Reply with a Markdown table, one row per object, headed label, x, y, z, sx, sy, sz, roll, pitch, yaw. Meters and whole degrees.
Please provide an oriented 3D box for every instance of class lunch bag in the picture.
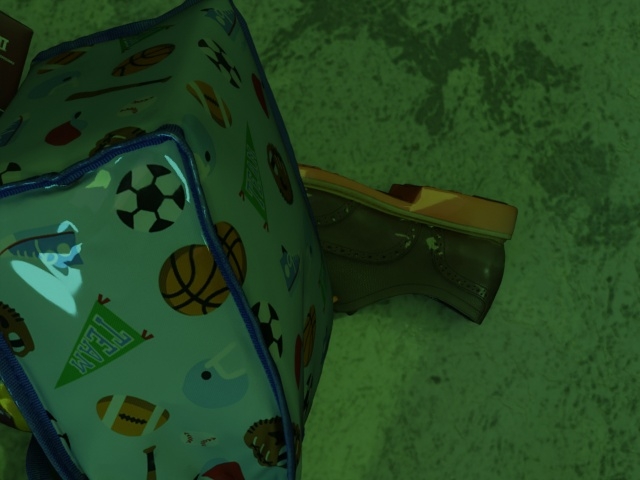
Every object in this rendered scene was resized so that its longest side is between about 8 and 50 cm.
| label | x | y | z | sx | sy | sz | roll | pitch | yaw |
| --- | --- | --- | --- | --- | --- | --- | --- | --- | --- |
| lunch bag | -0.114 | 0.049 | 1.159 | 0.239 | 0.328 | 0.385 | -17 | 116 | 14 |

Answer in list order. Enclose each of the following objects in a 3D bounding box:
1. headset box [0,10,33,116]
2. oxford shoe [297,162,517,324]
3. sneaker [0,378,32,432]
| label | x | y | z | sx | sy | sz | roll | pitch | yaw |
| --- | --- | --- | --- | --- | --- | --- | --- | --- | --- |
| headset box | -0.375 | -0.087 | 1.221 | 0.110 | 0.218 | 0.293 | 28 | 70 | -52 |
| oxford shoe | 0.000 | 0.000 | 1.358 | 0.364 | 0.130 | 0.132 | 9 | 92 | -7 |
| sneaker | -0.214 | 0.147 | 1.298 | 0.186 | 0.084 | 0.069 | 15 | 78 | -12 |
